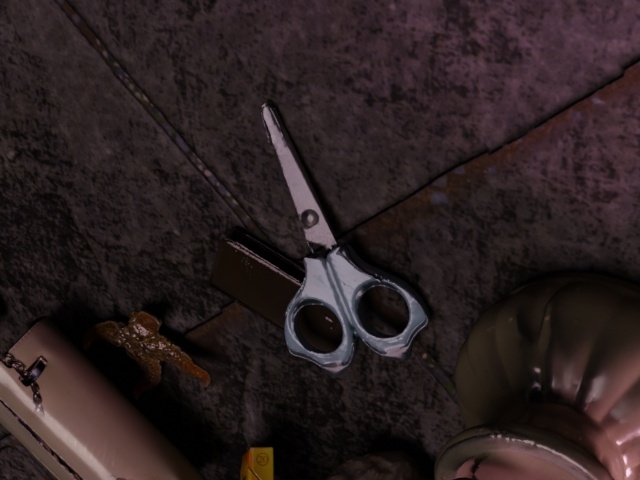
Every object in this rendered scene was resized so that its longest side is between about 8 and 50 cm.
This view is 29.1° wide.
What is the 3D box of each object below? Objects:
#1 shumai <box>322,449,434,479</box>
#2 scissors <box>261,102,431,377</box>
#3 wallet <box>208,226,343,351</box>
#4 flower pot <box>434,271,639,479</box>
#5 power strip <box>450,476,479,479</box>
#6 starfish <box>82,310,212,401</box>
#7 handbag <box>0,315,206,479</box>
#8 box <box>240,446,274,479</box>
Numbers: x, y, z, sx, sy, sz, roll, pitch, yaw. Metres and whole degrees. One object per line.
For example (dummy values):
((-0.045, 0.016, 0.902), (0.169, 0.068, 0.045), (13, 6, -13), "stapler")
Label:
((0.070, 0.431, 1.709), (0.267, 0.262, 0.314), (7, 89, -5), "shumai")
((0.000, 0.001, 1.475), (0.191, 0.029, 0.360), (-14, 111, 24), "scissors")
((-0.049, 0.070, 1.584), (0.198, 0.031, 0.110), (31, 135, 10), "wallet")
((0.268, 0.213, 1.319), (0.307, 0.244, 0.307), (20, 134, 22), "flower pot")
((0.174, 0.380, 1.200), (0.194, 0.059, 0.264), (15, 93, 24), "power strip")
((-0.256, 0.165, 1.800), (0.247, 0.050, 0.138), (-15, 112, 53), "starfish")
((-0.343, 0.289, 1.848), (0.358, 0.160, 0.237), (46, 162, -4), "handbag")
((-0.089, 0.429, 1.725), (0.043, 0.269, 0.152), (0, 166, -9), "box")
